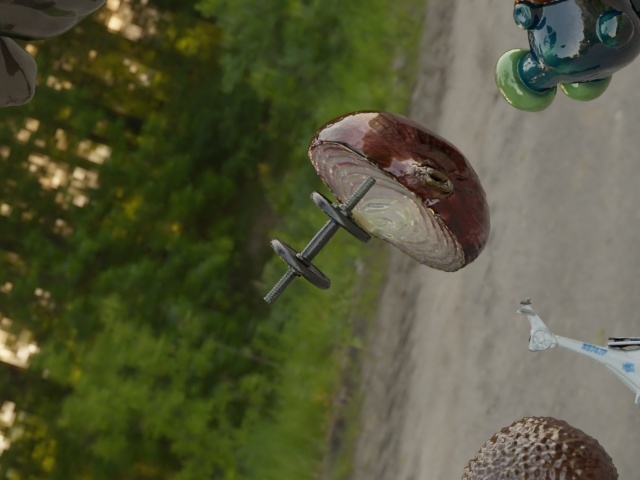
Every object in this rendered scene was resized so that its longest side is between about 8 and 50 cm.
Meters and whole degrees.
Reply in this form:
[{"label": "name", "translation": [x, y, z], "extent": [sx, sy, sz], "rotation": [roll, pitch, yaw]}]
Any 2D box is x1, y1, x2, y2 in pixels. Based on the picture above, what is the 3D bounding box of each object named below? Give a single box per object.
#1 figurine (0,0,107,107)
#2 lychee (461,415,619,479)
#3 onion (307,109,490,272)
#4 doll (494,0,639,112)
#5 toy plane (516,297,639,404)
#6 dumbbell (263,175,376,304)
[{"label": "figurine", "translation": [-0.285, -0.208, 1.092], "extent": [0.381, 0.248, 0.203], "rotation": [-64, 18, 17]}, {"label": "lychee", "translation": [0.262, 0.301, 1.627], "extent": [0.194, 0.194, 0.195], "rotation": [-160, 90, -81]}, {"label": "onion", "translation": [0.096, -0.067, 1.372], "extent": [0.098, 0.206, 0.151], "rotation": [-52, 9, -29]}, {"label": "doll", "translation": [0.258, -0.306, 1.413], "extent": [0.186, 0.198, 0.322], "rotation": [-9, 98, 65]}, {"label": "toy plane", "translation": [0.351, 0.144, 1.539], "extent": [0.182, 0.273, 0.107], "rotation": [-24, -52, -87]}, {"label": "dumbbell", "translation": [0.000, 0.000, 1.222], "extent": [0.147, 0.069, 0.069], "rotation": [-50, 11, 4]}]
